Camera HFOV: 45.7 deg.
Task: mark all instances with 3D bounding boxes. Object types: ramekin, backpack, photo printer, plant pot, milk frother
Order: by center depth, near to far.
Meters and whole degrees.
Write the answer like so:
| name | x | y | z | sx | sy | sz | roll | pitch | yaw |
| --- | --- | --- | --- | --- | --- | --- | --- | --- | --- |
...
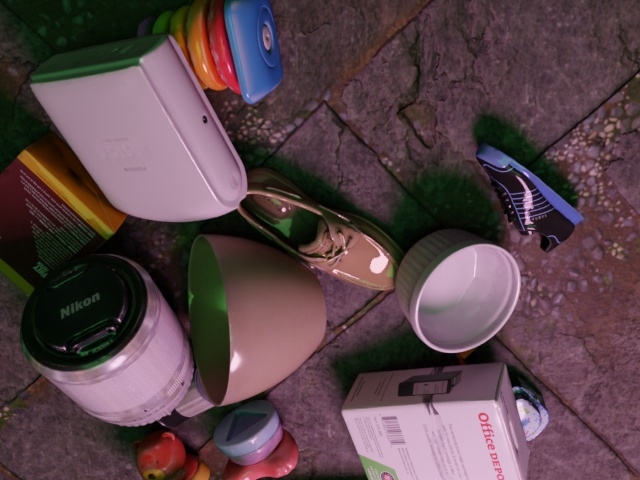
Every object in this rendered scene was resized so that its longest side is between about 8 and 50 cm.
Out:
| name | x | y | z | sx | sy | sz | roll | pitch | yaw |
| --- | --- | --- | --- | --- | --- | --- | --- | --- | --- |
| photo printer | -0.268 | -0.155 | 1.175 | 0.256 | 0.107 | 0.307 | 1 | 134 | 31 |
| plant pot | -0.101 | 0.124 | 1.288 | 0.191 | 0.284 | 0.284 | -5 | 113 | -23 |
| ramekin | 0.226 | 0.078 | 1.301 | 0.207 | 0.109 | 0.207 | -10 | 117 | -20 |
| milk frother | -0.268 | 0.280 | 1.384 | 0.135 | 0.143 | 0.129 | -32 | 94 | 31 |
| backpack | 0.373 | 0.328 | 1.441 | 0.114 | 0.084 | 0.105 | 37 | 110 | -16 |

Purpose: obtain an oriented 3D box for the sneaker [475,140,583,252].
| name | x | y | z | sx | sy | sz | roll | pitch | yaw |
| --- | --- | --- | --- | --- | --- | --- | --- | --- | --- |
| sneaker | 0.338 | -0.070 | 1.285 | 0.232 | 0.081 | 0.090 | 36 | 100 | -14 |

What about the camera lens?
| name | x | y | z | sx | sy | sz | roll | pitch | yaw |
| --- | --- | --- | --- | --- | --- | --- | --- | --- | --- |
| camera lens | -0.342 | 0.168 | 1.253 | 0.220 | 0.219 | 0.274 | -9 | 147 | 4 |

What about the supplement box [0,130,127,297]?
| name | x | y | z | sx | sy | sz | roll | pitch | yaw |
| --- | --- | --- | --- | --- | --- | --- | --- | --- | --- |
| supplement box | -0.466 | -0.040 | 1.279 | 0.194 | 0.129 | 0.191 | -40 | 106 | 14 |

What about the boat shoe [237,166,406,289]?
| name | x | y | z | sx | sy | sz | roll | pitch | yaw |
| --- | --- | --- | --- | --- | --- | --- | --- | --- | --- |
| boat shoe | 0.000 | 0.000 | 1.300 | 0.341 | 0.110 | 0.121 | 28 | 109 | -10 |

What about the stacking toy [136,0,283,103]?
| name | x | y | z | sx | sy | sz | roll | pitch | yaw |
| --- | --- | --- | --- | --- | --- | --- | --- | --- | --- |
| stacking toy | -0.222 | -0.297 | 1.183 | 0.302 | 0.175 | 0.165 | -3 | 116 | 17 |

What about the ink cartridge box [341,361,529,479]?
| name | x | y | z | sx | sy | sz | roll | pitch | yaw |
| --- | --- | --- | --- | --- | --- | --- | --- | --- | --- |
| ink cartridge box | 0.214 | 0.348 | 1.384 | 0.289 | 0.121 | 0.211 | -9 | 113 | 26 |

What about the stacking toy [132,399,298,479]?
| name | x | y | z | sx | sy | sz | roll | pitch | yaw |
| --- | --- | --- | --- | --- | --- | --- | --- | --- | --- |
| stacking toy | -0.205 | 0.417 | 1.382 | 0.309 | 0.279 | 0.130 | -24 | 111 | 5 |

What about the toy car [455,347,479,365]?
| name | x | y | z | sx | sy | sz | roll | pitch | yaw |
| --- | --- | --- | --- | --- | --- | --- | --- | --- | --- |
| toy car | 0.297 | 0.184 | 1.421 | 0.122 | 0.060 | 0.040 | -48 | 60 | 0 |
